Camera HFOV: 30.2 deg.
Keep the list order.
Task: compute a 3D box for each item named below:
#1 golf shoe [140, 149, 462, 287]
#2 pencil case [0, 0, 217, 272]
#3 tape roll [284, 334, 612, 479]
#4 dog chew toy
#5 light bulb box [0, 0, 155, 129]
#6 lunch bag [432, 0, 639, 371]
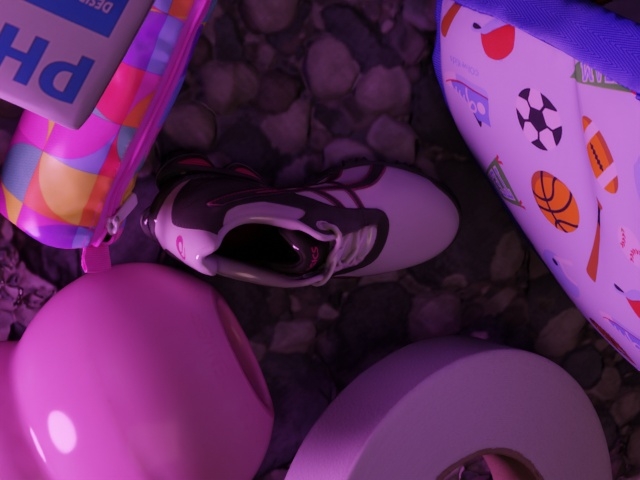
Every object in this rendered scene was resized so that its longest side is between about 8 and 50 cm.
[{"bbox_3d":[0.000,0.000,0.929,0.273,0.120,0.105,0,116,-24],"label":"golf shoe"},{"bbox_3d":[-0.143,-0.103,0.820,0.105,0.104,0.236,13,113,-28],"label":"pencil case"},{"bbox_3d":[0.116,0.279,1.072,0.392,0.072,0.391,-8,104,-38],"label":"tape roll"},{"bbox_3d":[-0.207,0.152,0.892,0.332,0.206,0.206,-25,125,3],"label":"dog chew toy"},{"bbox_3d":[-0.211,-0.309,0.595,0.358,0.225,0.361,22,109,-32],"label":"light bulb box"},{"bbox_3d":[0.274,-0.044,0.887,0.239,0.328,0.385,-45,123,1],"label":"lunch bag"}]
